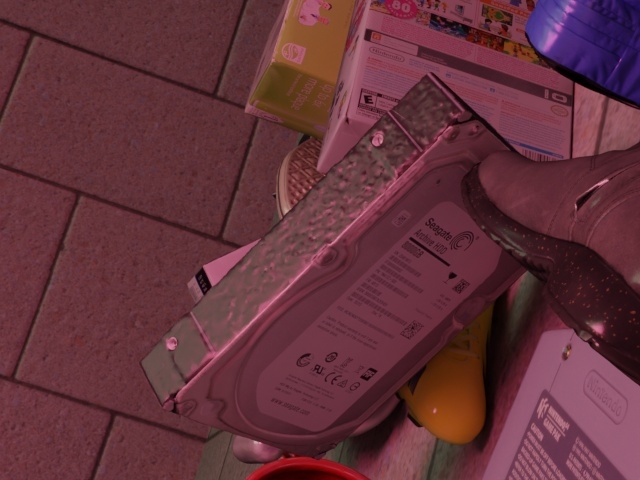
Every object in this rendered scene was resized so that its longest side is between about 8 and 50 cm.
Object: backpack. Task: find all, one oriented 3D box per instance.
[{"bbox_3d":[0.233,-0.176,0.936,0.098,0.120,0.101,-90,21,-66],"label":"backpack"}]

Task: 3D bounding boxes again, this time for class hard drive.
[{"bbox_3d":[0.042,0.041,0.978,0.339,0.237,0.064,-45,52,10],"label":"hard drive"}]

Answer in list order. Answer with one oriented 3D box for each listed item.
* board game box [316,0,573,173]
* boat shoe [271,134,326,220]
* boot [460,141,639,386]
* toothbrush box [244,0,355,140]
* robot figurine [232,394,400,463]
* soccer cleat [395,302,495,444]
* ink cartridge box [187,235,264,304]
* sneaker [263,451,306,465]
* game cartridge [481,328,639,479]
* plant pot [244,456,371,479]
[{"bbox_3d":[0.137,-0.174,1.179,0.097,0.224,0.303,117,168,-52],"label":"board game box"},{"bbox_3d":[0.025,-0.089,1.830,0.500,0.187,0.156,-78,6,-64],"label":"boat shoe"},{"bbox_3d":[0.223,-0.045,0.729,0.222,0.118,0.338,-50,21,9],"label":"boot"},{"bbox_3d":[0.070,-0.189,1.409,0.206,0.283,0.122,143,144,-73],"label":"toothbrush box"},{"bbox_3d":[-0.008,0.149,1.441,0.300,0.200,0.353,-53,4,-17],"label":"robot figurine"},{"bbox_3d":[0.132,0.068,1.131,0.121,0.093,0.289,-56,17,38],"label":"soccer cleat"},{"bbox_3d":[0.000,0.000,1.449,0.065,0.333,0.165,65,163,4],"label":"ink cartridge box"},{"bbox_3d":[-0.063,0.384,1.723,0.221,0.087,0.128,-63,-10,-57],"label":"sneaker"},{"bbox_3d":[0.182,0.168,0.754,0.297,0.062,0.198,-116,50,-77],"label":"game cartridge"},{"bbox_3d":[-0.021,0.343,1.165,0.191,0.191,0.174,-83,12,-52],"label":"plant pot"}]
